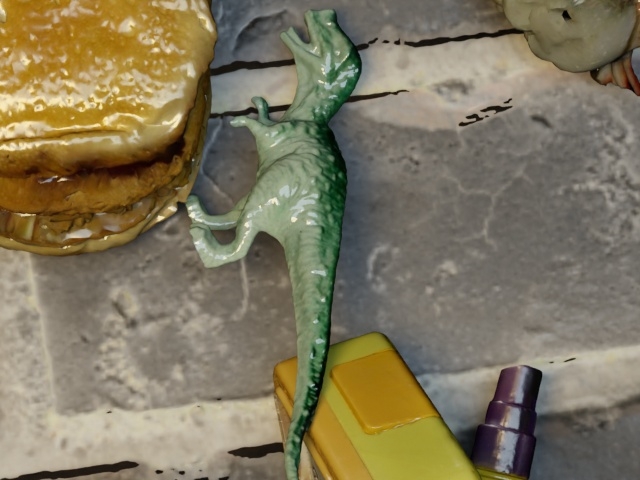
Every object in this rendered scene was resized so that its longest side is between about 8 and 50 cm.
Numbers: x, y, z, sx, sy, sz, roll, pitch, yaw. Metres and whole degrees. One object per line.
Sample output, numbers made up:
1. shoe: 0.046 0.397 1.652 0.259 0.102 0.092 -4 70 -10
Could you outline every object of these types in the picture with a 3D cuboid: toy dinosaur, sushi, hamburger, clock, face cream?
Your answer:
1. toy dinosaur: -0.047 0.007 1.373 0.129 0.076 0.383 -5 62 20
2. sushi: 0.130 -0.241 1.440 0.332 0.124 0.130 35 69 -3
3. hamburger: -0.183 -0.116 1.361 0.244 0.163 0.244 0 77 -2
4. clock: 0.041 0.168 1.334 0.096 0.202 0.143 -19 124 -10
5. face cream: 0.114 0.222 1.413 0.078 0.078 0.273 14 82 -7

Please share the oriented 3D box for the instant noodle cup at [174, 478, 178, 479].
1. instant noodle cup: -0.202 0.283 1.295 0.255 0.244 0.244 -6 85 -1
